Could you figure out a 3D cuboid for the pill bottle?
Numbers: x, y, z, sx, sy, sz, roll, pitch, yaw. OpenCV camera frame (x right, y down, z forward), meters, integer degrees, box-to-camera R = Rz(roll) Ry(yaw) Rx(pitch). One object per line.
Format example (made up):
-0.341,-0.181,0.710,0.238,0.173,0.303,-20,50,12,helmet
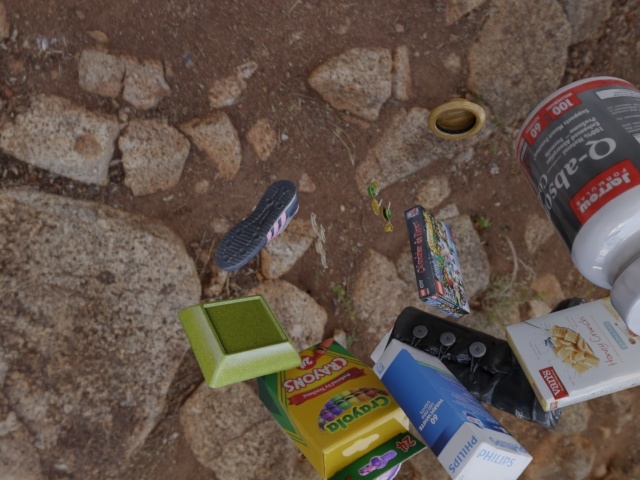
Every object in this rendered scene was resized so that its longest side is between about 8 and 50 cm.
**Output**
0.444,-0.060,0.707,0.210,0.363,0.210,-3,136,-3,pill bottle

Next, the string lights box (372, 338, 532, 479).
0.210,0.284,0.824,0.133,0.259,0.076,28,100,-30,string lights box

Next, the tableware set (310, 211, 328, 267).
0.000,0.000,1.495,0.020,0.168,0.141,-13,155,8,tableware set

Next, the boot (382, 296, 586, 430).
0.422,0.257,1.288,0.367,0.445,0.146,-49,128,-32,boot

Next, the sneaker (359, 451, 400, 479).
0.104,0.559,1.150,0.236,0.095,0.104,-54,155,5,sneaker

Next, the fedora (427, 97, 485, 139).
0.470,-0.434,1.695,0.194,0.079,0.194,7,148,4,fedora

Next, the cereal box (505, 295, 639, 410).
0.507,0.211,0.941,0.240,0.173,0.047,-17,135,2,cereal box

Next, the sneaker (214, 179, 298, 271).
-0.165,-0.020,1.388,0.319,0.112,0.131,-49,155,-19,sneaker

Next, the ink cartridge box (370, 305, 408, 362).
0.327,0.407,1.761,0.226,0.131,0.306,-53,143,-13,ink cartridge box

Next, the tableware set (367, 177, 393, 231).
0.170,-0.096,1.355,0.024,0.104,0.154,-13,112,25,tableware set

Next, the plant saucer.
-0.148,0.170,0.919,0.188,0.188,0.045,-6,131,-34,plant saucer

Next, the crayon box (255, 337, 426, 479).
0.031,0.330,0.971,0.202,0.318,0.081,-18,118,-29,crayon box

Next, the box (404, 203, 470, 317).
0.273,0.049,1.145,0.044,0.233,0.159,-26,143,33,box
